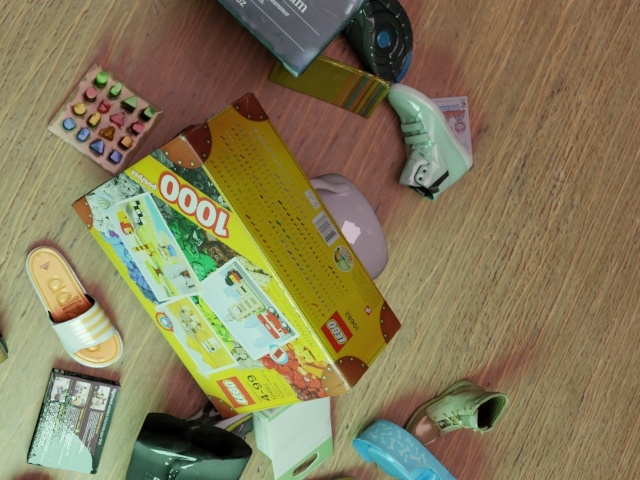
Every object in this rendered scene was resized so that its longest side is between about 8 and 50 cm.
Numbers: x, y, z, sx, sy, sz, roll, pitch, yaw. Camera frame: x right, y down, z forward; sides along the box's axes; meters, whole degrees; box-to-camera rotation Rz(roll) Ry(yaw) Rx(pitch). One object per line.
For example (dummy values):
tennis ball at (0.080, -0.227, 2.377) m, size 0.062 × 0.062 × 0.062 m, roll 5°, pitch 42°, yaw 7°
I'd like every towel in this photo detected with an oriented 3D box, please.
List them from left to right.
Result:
towel at (0.019, -0.325, 1.691) m, size 0.237 × 0.102 × 0.021 m, roll 17°, pitch 44°, yaw -19°

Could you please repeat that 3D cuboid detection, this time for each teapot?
teapot at (0.000, 0.000, 1.612) m, size 0.187 × 0.252 × 0.256 m, roll -28°, pitch 99°, yaw -17°

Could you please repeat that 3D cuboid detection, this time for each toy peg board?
toy peg board at (-0.403, -0.231, 1.553) m, size 0.161 × 0.079 × 0.160 m, roll 36°, pitch 80°, yaw -16°

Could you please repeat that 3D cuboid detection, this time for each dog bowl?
dog bowl at (0.199, 0.493, 1.749) m, size 0.297 × 0.166 × 0.074 m, roll 46°, pitch 67°, yaw -15°

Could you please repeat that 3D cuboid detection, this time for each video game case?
video game case at (0.258, -0.242, 1.810) m, size 0.157 × 0.019 × 0.143 m, roll -8°, pitch 95°, yaw -19°

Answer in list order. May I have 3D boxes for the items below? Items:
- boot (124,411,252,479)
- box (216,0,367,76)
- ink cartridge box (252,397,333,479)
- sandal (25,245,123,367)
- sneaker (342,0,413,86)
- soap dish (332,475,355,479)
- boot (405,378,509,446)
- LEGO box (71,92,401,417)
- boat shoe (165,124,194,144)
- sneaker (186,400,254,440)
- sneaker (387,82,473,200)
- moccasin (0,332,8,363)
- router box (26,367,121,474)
boot at (-0.214, 0.560, 1.550) m, size 0.367 × 0.146 × 0.445 m, roll 12°, pitch 104°, yaw -19°
box at (-0.014, -0.531, 1.448) m, size 0.293 × 0.212 × 0.395 m, roll 42°, pitch 98°, yaw -9°
ink cartridge box at (-0.052, 0.388, 1.670) m, size 0.171 × 0.056 × 0.235 m, roll -31°, pitch 135°, yaw -34°
sandal at (-0.471, 0.132, 1.544) m, size 0.102 × 0.076 × 0.265 m, roll -34°, pitch 102°, yaw -14°
sneaker at (0.086, -0.475, 1.697) m, size 0.125 × 0.140 × 0.340 m, roll -39°, pitch 123°, yaw -24°
soap dish at (-0.011, 0.660, 1.701) m, size 0.229 × 0.118 × 0.290 m, roll -7°, pitch 96°, yaw -19°
boot at (0.291, 0.387, 1.768) m, size 0.213 × 0.165 × 0.077 m, roll -36°, pitch 102°, yaw -16°
LEGO box at (-0.153, 0.045, 1.471) m, size 0.500 × 0.372 × 0.193 m, roll 57°, pitch 45°, yaw -11°
boat shoe at (-0.182, -0.112, 1.623) m, size 0.285 × 0.103 × 0.092 m, roll 42°, pitch 84°, yaw -10°
sneaker at (-0.195, 0.390, 1.648) m, size 0.300 × 0.111 × 0.121 m, roll -32°, pitch 122°, yaw -16°
sneaker at (0.201, -0.201, 1.729) m, size 0.256 × 0.094 × 0.151 m, roll 48°, pitch 73°, yaw -17°
moccasin at (-0.690, 0.071, 1.446) m, size 0.147 × 0.139 × 0.380 m, roll -24°, pitch 109°, yaw -25°
router box at (-0.471, 0.347, 1.569) m, size 0.133 × 0.046 × 0.178 m, roll 17°, pitch 87°, yaw -19°
